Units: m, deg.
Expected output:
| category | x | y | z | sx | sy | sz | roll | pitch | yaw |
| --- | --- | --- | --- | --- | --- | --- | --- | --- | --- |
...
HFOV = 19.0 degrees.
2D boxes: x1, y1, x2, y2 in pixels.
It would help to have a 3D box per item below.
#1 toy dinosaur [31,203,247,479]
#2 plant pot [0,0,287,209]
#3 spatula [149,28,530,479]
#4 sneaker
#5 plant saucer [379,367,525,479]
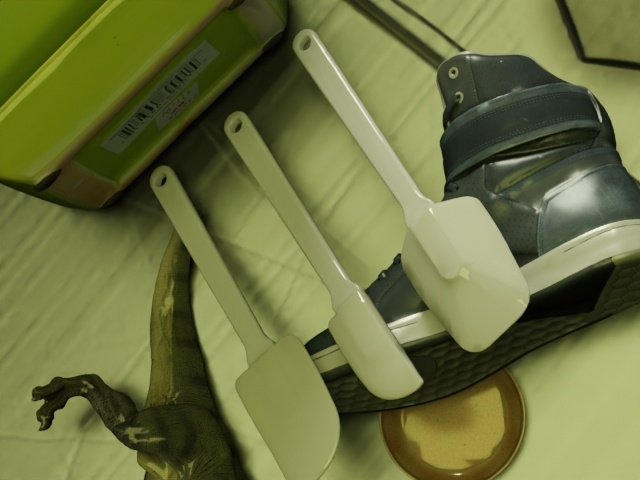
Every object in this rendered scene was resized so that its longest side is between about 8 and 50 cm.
| category | x | y | z | sx | sy | sz | roll | pitch | yaw |
| --- | --- | --- | --- | --- | --- | --- | --- | --- | --- |
| toy dinosaur | -0.098 | 0.120 | 1.097 | 0.118 | 0.064 | 0.268 | -12 | 76 | -5 |
| plant pot | -0.152 | -0.148 | 1.069 | 0.228 | 0.227 | 0.207 | -44 | 82 | 1 |
| spatula | 0.000 | 0.000 | 1.046 | 0.168 | 0.019 | 0.242 | -44 | 50 | 16 |
| sneaker | 0.067 | -0.007 | 1.068 | 0.226 | 0.086 | 0.163 | -25 | 62 | 12 |
| plant saucer | 0.075 | 0.101 | 1.089 | 0.083 | 0.015 | 0.083 | -2 | 81 | 10 |
